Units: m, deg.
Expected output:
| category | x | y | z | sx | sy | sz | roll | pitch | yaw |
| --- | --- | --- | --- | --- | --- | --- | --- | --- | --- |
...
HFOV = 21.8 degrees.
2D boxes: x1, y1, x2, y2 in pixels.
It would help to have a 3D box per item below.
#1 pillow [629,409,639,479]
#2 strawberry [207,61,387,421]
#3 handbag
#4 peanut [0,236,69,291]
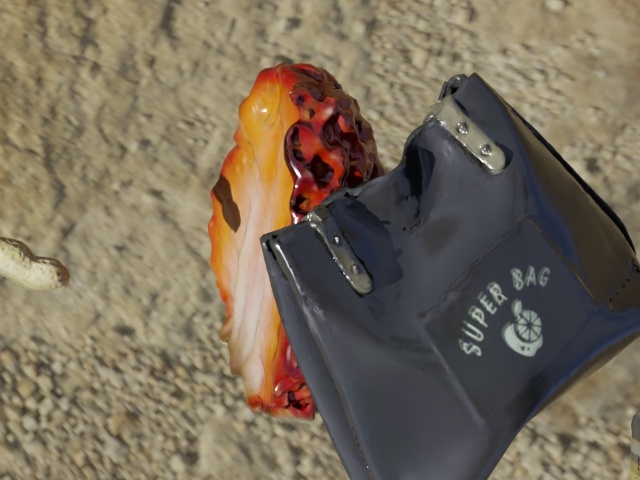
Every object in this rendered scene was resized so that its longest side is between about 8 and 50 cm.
| category | x | y | z | sx | sy | sz | roll | pitch | yaw |
| --- | --- | --- | --- | --- | --- | --- | --- | --- | --- |
| pillow | 0.272 | 0.235 | 1.080 | 0.052 | 0.208 | 0.212 | -7 | 106 | -32 |
| strawberry | 0.000 | 0.000 | 1.544 | 0.149 | 0.265 | 0.336 | -3 | 120 | -18 |
| handbag | 0.115 | 0.038 | 1.403 | 0.342 | 0.152 | 0.288 | -43 | 109 | -23 |
| peanut | -0.256 | 0.021 | 1.430 | 0.083 | 0.037 | 0.037 | 24 | 93 | -13 |
